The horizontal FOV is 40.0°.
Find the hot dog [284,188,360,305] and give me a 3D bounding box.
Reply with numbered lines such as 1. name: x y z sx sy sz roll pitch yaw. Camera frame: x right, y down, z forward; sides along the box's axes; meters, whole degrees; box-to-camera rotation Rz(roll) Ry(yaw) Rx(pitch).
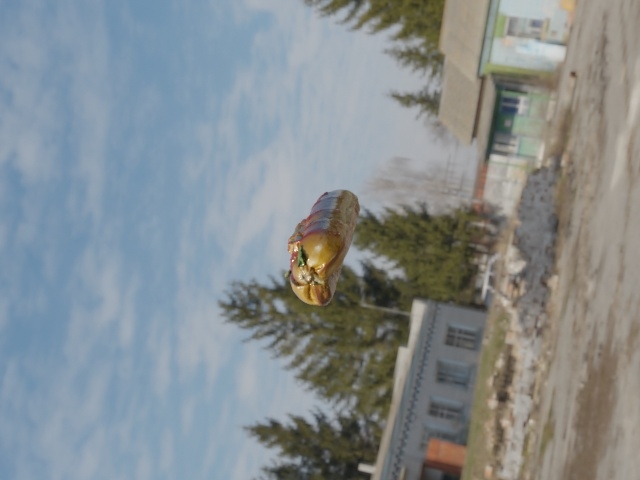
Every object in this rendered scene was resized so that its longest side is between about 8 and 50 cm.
1. hot dog: 0.000 0.000 1.074 0.250 0.076 0.104 -75 2 -68
